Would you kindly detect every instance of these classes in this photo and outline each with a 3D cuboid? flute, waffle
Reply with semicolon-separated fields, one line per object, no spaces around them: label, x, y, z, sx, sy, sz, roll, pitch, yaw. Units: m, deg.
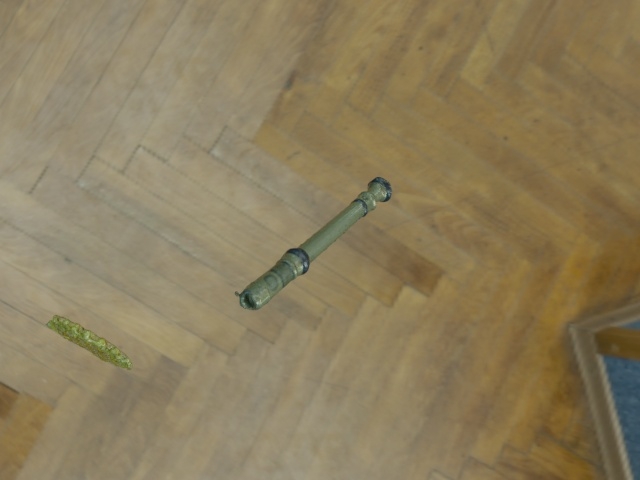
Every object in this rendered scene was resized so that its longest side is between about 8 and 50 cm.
flute;0.000;0.000;0.968;0.233;0.027;0.027;-40;106;-50
waffle;-0.214;0.096;1.055;0.085;0.078;0.016;36;74;-27
